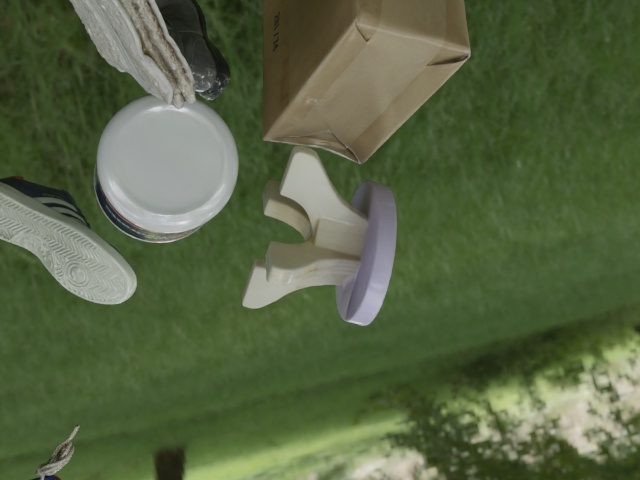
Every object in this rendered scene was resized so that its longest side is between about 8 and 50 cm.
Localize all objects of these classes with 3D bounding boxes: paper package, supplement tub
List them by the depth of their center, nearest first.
[{"bbox_3d":[0.049,-0.321,1.534,0.168,0.325,0.309,11,150,-24],"label":"paper package"},{"bbox_3d":[-0.227,-0.096,1.610,0.191,0.191,0.272,-13,178,-13],"label":"supplement tub"}]

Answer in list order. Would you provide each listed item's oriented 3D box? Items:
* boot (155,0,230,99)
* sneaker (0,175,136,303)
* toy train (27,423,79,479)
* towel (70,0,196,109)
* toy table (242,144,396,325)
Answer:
[{"bbox_3d":[-0.324,-0.430,2.206,0.118,0.338,0.222,-49,146,17],"label":"boot"},{"bbox_3d":[-0.465,-0.017,2.067,0.131,0.350,0.148,-59,172,26],"label":"sneaker"},{"bbox_3d":[-0.332,0.355,1.368,0.248,0.143,0.105,-46,159,25],"label":"toy train"},{"bbox_3d":[-0.238,-0.273,1.210,0.049,0.187,0.282,-40,134,-15],"label":"towel"},{"bbox_3d":[0.000,0.000,1.563,0.160,0.252,0.274,15,-164,-12],"label":"toy table"}]
